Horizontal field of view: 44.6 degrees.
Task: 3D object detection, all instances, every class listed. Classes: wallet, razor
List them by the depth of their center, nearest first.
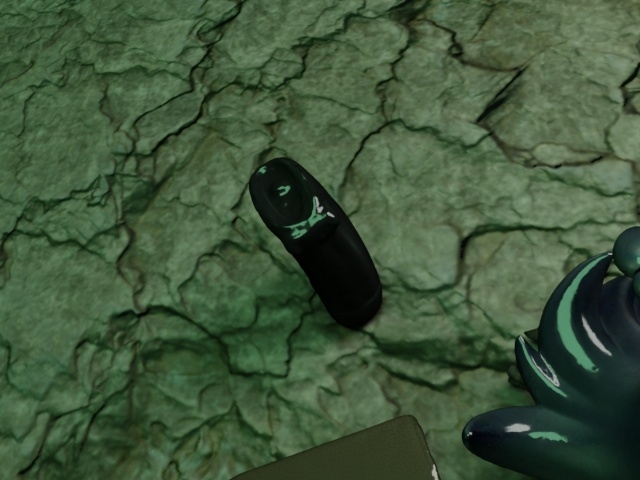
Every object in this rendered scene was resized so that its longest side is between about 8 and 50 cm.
[{"bbox_3d":[0.010,0.187,0.523,0.153,0.038,0.118,-20,48,2],"label":"wallet"},{"bbox_3d":[0.000,0.000,0.597,0.054,0.148,0.090,-35,51,-2],"label":"razor"}]

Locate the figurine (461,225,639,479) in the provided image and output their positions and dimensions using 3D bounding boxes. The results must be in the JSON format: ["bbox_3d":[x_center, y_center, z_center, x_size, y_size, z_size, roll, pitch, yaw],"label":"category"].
[{"bbox_3d":[0.217,0.105,0.437,0.265,0.197,0.175,25,90,28],"label":"figurine"}]
